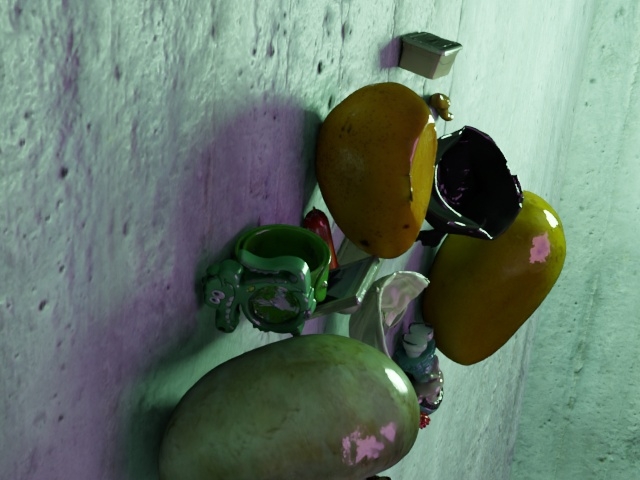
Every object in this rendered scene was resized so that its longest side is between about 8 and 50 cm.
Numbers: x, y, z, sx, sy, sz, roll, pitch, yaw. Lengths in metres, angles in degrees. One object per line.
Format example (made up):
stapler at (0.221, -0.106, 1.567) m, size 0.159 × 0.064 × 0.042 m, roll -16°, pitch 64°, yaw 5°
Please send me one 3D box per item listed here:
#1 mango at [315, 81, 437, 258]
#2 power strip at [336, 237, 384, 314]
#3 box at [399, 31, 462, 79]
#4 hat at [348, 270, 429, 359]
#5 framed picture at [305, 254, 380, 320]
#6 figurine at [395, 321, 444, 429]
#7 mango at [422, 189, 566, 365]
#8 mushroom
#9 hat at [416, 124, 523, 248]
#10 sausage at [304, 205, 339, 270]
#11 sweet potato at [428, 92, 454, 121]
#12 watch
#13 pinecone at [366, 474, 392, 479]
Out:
mango at (0.084, -0.105, 1.486) m, size 0.160 × 0.191 × 0.290 m, roll -35°, pitch 129°, yaw -48°
power strip at (0.082, 0.011, 1.696) m, size 0.286 × 0.080 × 0.048 m, roll -64°, pitch 156°, yaw -25°
box at (0.200, -0.341, 1.762) m, size 0.122 × 0.089 × 0.062 m, roll -30°, pitch 140°, yaw -60°
hat at (0.090, 0.163, 1.770) m, size 0.164 × 0.226 × 0.219 m, roll 40°, pitch 50°, yaw -20°
framed picture at (0.005, 0.076, 1.423) m, size 0.203 × 0.150 × 0.015 m, roll -53°, pitch 123°, yaw -70°
figurine at (0.222, 0.305, 2.177) m, size 0.138 × 0.110 × 0.245 m, roll -51°, pitch 143°, yaw -42°
mango at (0.398, 0.091, 2.235) m, size 0.300 × 0.232 × 0.446 m, roll 13°, pitch 111°, yaw -33°
mushroom at (-0.038, 0.266, 1.254) m, size 0.352 × 0.352 × 0.260 m, roll -2°, pitch 68°, yaw -67°
hat at (0.240, -0.105, 1.946) m, size 0.336 × 0.209 × 0.238 m, roll -4°, pitch 87°, yaw -48°
sausage at (0.000, 0.000, 1.540) m, size 0.145 × 0.048 × 0.050 m, roll 79°, pitch 10°, yaw -46°
sweet potato at (0.251, -0.283, 1.972) m, size 0.179 × 0.044 × 0.044 m, roll 19°, pitch 86°, yaw -75°
watch at (-0.071, 0.038, 1.301) m, size 0.152 × 0.165 × 0.131 m, roll -81°, pitch 177°, yaw -52°
pinecone at (0.063, 0.550, 1.815) m, size 0.221 × 0.221 × 0.221 m, roll -46°, pitch 144°, yaw -50°
